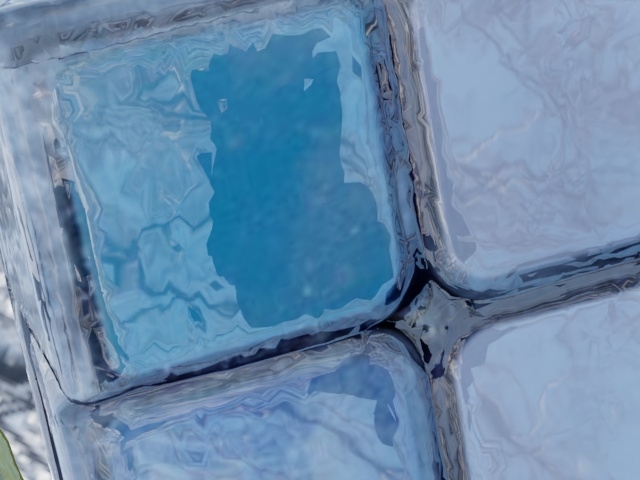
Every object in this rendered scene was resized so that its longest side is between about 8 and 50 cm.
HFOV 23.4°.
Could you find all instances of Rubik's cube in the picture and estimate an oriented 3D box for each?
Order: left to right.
[{"bbox_3d":[0.000,0.000,0.764,0.316,0.318,0.313,-142,-140,-71],"label":"Rubik's cube"}]

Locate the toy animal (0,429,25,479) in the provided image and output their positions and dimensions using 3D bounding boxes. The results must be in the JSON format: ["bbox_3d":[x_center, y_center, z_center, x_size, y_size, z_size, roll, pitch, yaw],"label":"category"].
[{"bbox_3d":[-0.037,0.134,0.381,0.073,0.181,0.136,-34,-155,2],"label":"toy animal"}]
